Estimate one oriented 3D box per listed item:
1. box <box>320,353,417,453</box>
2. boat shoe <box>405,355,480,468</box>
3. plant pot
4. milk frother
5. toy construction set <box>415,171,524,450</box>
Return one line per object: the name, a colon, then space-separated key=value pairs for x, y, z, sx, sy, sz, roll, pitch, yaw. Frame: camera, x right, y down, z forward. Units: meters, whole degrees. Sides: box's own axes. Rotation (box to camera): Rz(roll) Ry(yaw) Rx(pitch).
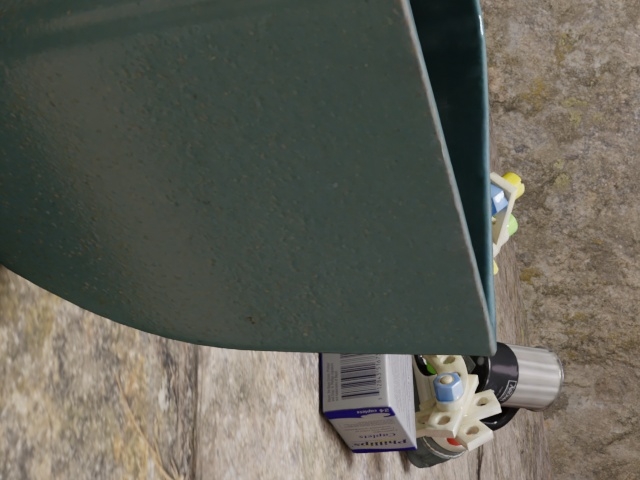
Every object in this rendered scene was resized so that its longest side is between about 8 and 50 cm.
box: x=0.050 y=0.140 z=1.445 sx=0.137 sy=0.072 sz=0.126 roll=60 pitch=25 yaw=-58
boat shoe: x=0.136 y=0.152 z=1.848 sx=0.099 sy=0.116 sz=0.319 roll=-50 pitch=-146 yaw=41
plant pot: x=-0.058 y=-0.096 z=0.685 sx=0.247 sy=0.252 sz=0.247 roll=70 pitch=17 yaw=-46
milk frother: x=0.198 y=0.151 z=1.727 sx=0.135 sy=0.129 sz=0.143 roll=12 pitch=47 yaw=-39
toy construction set: x=0.136 y=0.065 z=1.579 sx=0.151 sy=0.215 sz=0.327 roll=-21 pitch=116 yaw=-41
